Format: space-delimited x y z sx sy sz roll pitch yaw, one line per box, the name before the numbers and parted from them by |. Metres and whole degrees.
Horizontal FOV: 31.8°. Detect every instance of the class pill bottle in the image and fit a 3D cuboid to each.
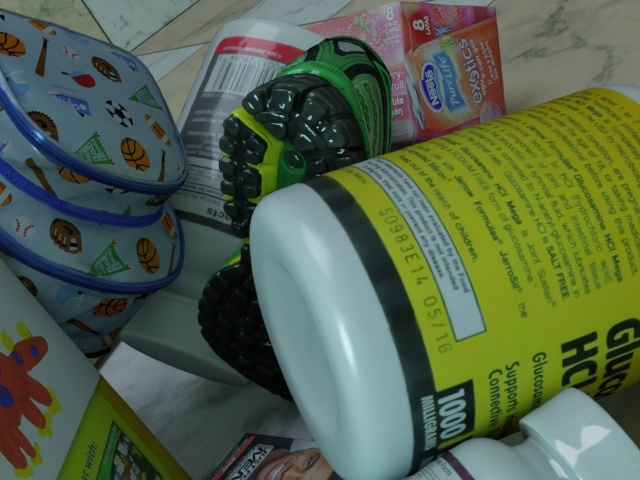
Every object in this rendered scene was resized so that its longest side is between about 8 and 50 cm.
pill bottle | 0.139 0.012 0.707 0.334 0.188 0.188 -19 19 -14
pill bottle | 0.074 0.182 0.596 0.221 0.121 0.121 -35 22 -5
pill bottle | -0.074 -0.033 1.067 0.176 0.176 0.318 -1 64 53

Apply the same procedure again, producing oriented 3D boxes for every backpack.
backpack | -0.228 -0.043 0.913 0.276 0.263 0.213 6 -37 -47

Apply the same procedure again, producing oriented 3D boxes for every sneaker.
sneaker | 0.000 0.000 0.880 0.134 0.343 0.146 26 44 13

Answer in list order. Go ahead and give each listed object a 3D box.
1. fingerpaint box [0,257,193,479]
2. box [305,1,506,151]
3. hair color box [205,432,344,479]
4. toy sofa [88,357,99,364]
fingerpaint box | -0.267 0.203 0.647 0.163 0.371 0.445 -26 28 17
box | 0.044 -0.167 1.260 0.154 0.142 0.300 -7 2 -39
hair color box | -0.023 0.184 0.827 0.141 0.043 0.072 -5 34 48
toy sofa | -0.300 0.047 1.347 0.177 0.150 0.362 -22 24 38
